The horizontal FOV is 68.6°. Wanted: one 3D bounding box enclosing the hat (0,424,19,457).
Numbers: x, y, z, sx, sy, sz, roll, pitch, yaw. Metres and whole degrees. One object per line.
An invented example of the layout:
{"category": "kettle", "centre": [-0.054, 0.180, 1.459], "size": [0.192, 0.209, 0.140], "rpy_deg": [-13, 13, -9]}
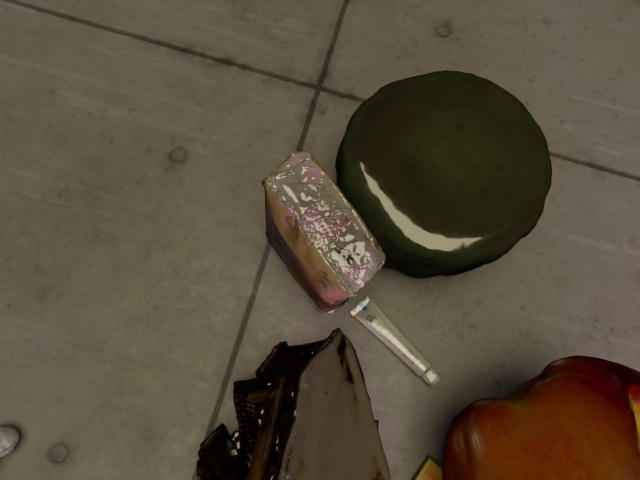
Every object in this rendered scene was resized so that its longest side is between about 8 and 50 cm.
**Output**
{"category": "hat", "centre": [-0.540, 0.353, 0.710], "size": [0.094, 0.112, 0.162], "rpy_deg": [41, 63, -22]}

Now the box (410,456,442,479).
{"category": "box", "centre": [0.167, 0.448, 0.768], "size": [0.087, 0.023, 0.155], "rpy_deg": [39, 76, 4]}

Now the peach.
{"category": "peach", "centre": [0.340, 0.367, 0.656], "size": [0.335, 0.310, 0.404], "rpy_deg": [-9, 86, -45]}

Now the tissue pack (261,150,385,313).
{"category": "tissue pack", "centre": [0.000, 0.000, 0.754], "size": [0.123, 0.256, 0.215], "rpy_deg": [-35, 81, -15]}

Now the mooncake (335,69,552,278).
{"category": "mooncake", "centre": [0.201, -0.110, 0.834], "size": [0.357, 0.194, 0.355], "rpy_deg": [0, 74, 0]}

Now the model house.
{"category": "model house", "centre": [-0.092, 0.324, 0.672], "size": [0.283, 0.297, 0.316], "rpy_deg": [-23, 80, 35]}

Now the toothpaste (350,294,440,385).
{"category": "toothpaste", "centre": [0.136, 0.181, 0.834], "size": [0.048, 0.031, 0.190], "rpy_deg": [-43, 79, -11]}
